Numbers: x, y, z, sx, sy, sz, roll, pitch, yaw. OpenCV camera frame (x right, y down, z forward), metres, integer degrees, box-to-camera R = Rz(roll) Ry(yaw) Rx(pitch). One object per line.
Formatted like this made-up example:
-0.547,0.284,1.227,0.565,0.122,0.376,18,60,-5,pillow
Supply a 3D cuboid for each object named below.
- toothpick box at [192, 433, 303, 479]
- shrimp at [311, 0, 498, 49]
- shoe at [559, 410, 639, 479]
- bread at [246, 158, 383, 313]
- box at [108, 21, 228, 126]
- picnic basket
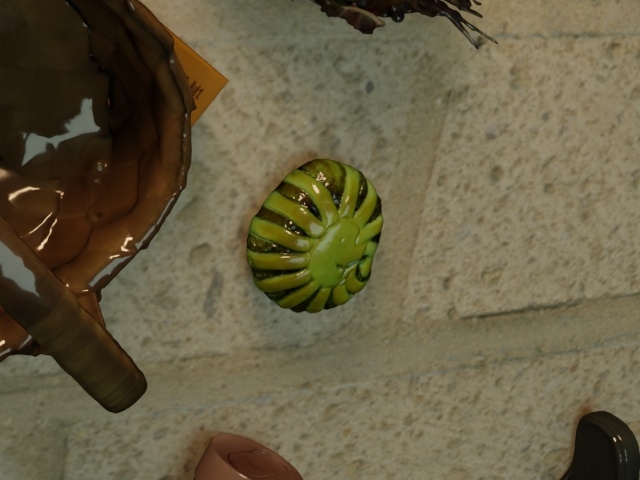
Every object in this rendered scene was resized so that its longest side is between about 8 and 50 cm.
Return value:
-0.090,0.267,1.481,0.098,0.098,0.149,18,106,-41,toothpick box
0.040,-0.240,1.256,0.343,0.116,0.145,22,117,-42,shrimp
0.289,0.306,1.775,0.093,0.108,0.241,-13,116,-27,shoe
0.000,0.000,1.405,0.130,0.071,0.139,28,98,-38,bread
-0.221,-0.070,1.200,0.274,0.076,0.174,-51,132,1,box
-0.212,-0.017,0.972,0.337,0.337,0.293,-41,134,-8,picnic basket
